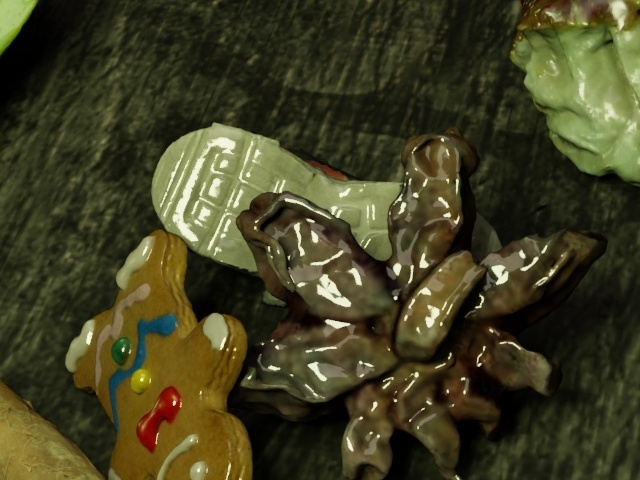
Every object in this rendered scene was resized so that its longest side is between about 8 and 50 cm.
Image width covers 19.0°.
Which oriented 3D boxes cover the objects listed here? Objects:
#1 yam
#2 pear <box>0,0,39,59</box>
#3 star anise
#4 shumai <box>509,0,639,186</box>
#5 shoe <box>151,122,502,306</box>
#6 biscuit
[{"bbox_3d":[-0.148,0.151,1.085,0.066,0.066,0.300,-32,49,-25],"label":"yam"},{"bbox_3d":[-0.322,-0.143,1.358,0.288,0.139,0.239,-1,59,-2],"label":"pear"},{"bbox_3d":[0.048,0.033,1.109,0.214,0.099,0.220,27,83,-2],"label":"star anise"},{"bbox_3d":[0.219,-0.144,1.293,0.184,0.142,0.184,-4,47,5],"label":"shumai"},{"bbox_3d":[0.000,-0.001,1.218,0.227,0.125,0.099,21,83,-6],"label":"shoe"},{"bbox_3d":[-0.090,0.090,1.099,0.031,0.138,0.205,16,31,-38],"label":"biscuit"}]
